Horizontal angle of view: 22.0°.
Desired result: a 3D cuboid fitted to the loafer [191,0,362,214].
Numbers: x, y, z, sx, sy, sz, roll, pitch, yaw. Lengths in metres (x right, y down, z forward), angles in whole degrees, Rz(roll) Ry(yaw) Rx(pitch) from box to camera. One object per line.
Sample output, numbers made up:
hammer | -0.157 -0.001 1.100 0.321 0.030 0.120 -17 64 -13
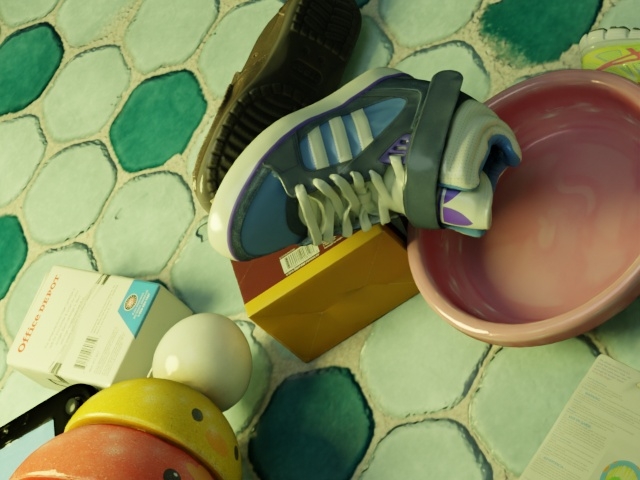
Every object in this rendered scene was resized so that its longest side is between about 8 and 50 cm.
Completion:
loafer | -0.061 -0.168 2.123 0.130 0.134 0.366 -22 35 59

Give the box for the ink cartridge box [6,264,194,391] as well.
ink cartridge box | -0.283 0.123 2.099 0.203 0.086 0.148 9 67 40

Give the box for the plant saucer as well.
plant saucer | 0.256 -0.028 1.802 0.332 0.084 0.332 -19 53 27

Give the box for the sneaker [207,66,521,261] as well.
sneaker | 0.064 -0.055 1.761 0.323 0.130 0.236 -39 49 -26

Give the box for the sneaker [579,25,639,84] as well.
sneaker | 0.382 -0.190 1.834 0.208 0.081 0.094 -5 66 41

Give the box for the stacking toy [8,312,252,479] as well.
stacking toy | -0.203 0.268 1.822 0.350 0.350 0.480 -5 47 34

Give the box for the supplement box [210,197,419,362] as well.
supplement box | 0.000 0.000 1.943 0.191 0.129 0.194 -33 48 14

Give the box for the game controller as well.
game controller | -0.375 0.302 2.035 0.319 0.067 0.166 -31 45 30

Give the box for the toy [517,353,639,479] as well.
toy | 0.274 0.243 1.632 0.137 0.056 0.237 27 75 42

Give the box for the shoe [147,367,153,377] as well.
shoe | -0.220 0.251 1.988 0.076 0.058 0.219 8 67 39
